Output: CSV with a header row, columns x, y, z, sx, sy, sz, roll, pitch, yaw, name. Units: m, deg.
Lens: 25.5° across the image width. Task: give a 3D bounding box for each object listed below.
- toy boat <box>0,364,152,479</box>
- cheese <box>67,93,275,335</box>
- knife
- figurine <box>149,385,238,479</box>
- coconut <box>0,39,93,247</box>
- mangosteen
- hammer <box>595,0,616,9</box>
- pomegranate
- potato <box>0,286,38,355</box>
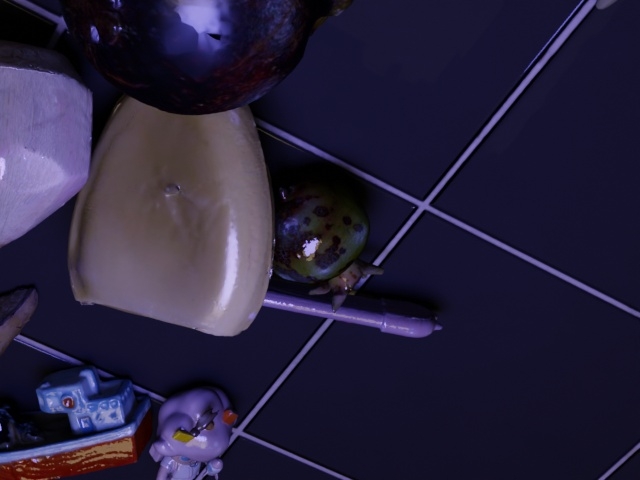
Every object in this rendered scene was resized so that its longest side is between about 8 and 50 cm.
x,y,z,sx,sy,sz,roll,pitch,yaw,name
-0.410,0.259,1.998,0.332,0.145,0.133,-11,105,10,toy boat
-0.167,-0.051,1.666,0.260,0.128,0.315,13,97,11,cheese
-0.035,0.079,1.831,0.399,0.132,0.038,10,108,-8,knife
-0.183,0.279,2.015,0.137,0.112,0.229,-12,145,-30,figurine
-0.369,-0.109,1.614,0.224,0.224,0.233,9,90,-4,coconut
-0.119,-0.288,1.436,0.330,0.330,0.330,2,129,2,mangosteen
0.258,-0.324,1.544,0.195,0.028,0.060,33,131,-17,hammer
-0.006,-0.003,1.754,0.149,0.148,0.169,-5,141,8,pomegranate
-0.453,0.136,1.924,0.172,0.100,0.089,-14,132,11,potato
